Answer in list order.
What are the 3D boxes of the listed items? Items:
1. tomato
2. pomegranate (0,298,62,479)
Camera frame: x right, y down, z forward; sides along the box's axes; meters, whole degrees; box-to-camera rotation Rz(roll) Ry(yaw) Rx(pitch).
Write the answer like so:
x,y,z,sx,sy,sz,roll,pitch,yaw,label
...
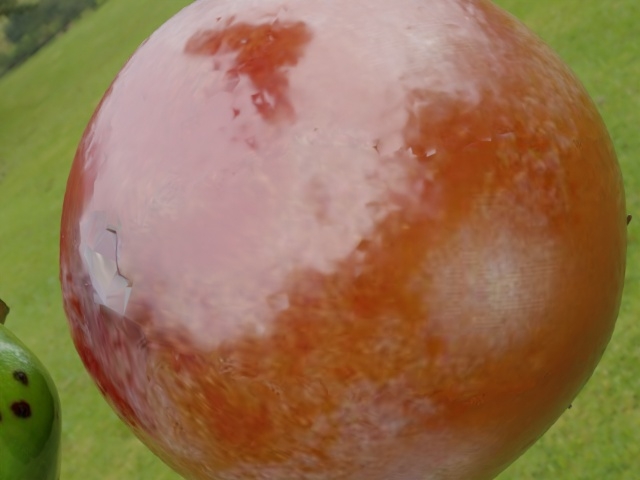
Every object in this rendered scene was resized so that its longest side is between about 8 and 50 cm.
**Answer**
x,y,z,sx,sy,sz,roll,pitch,yaw,label
0.000,0.000,0.602,0.265,0.265,0.265,-38,16,13,tomato
-0.180,0.088,0.615,0.122,0.143,0.169,-11,39,40,pomegranate
